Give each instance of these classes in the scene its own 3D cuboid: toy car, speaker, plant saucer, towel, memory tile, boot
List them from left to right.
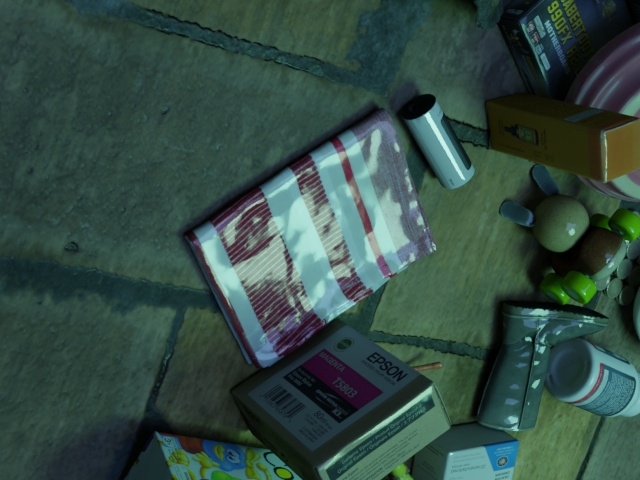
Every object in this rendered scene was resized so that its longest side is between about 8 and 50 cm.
[{"bbox_3d":[0.000,0.000,1.477,0.329,0.037,0.237,-34,121,-18],"label":"towel"},{"bbox_3d":[0.164,-0.138,1.522,0.055,0.055,0.136,-43,124,-13],"label":"speaker"},{"bbox_3d":[0.353,0.204,1.734,0.189,0.076,0.208,5,98,-3],"label":"boot"},{"bbox_3d":[0.368,-0.019,1.676,0.188,0.149,0.155,41,78,-7],"label":"toy car"},{"bbox_3d":[0.517,0.030,1.835,0.113,0.012,0.148,26,92,-36],"label":"memory tile"},{"bbox_3d":[0.515,-0.176,1.570,0.332,0.084,0.332,-7,132,-7],"label":"plant saucer"}]

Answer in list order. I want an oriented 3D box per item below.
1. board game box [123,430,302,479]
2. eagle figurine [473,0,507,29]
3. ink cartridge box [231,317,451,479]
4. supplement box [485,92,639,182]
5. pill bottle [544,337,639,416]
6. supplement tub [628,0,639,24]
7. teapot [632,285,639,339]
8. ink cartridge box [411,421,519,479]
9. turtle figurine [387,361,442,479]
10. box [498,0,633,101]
[{"bbox_3d":[-0.116,0.369,1.446,0.275,0.142,0.144,18,115,-36],"label":"board game box"},{"bbox_3d":[0.219,-0.418,1.380,0.298,0.226,0.225,26,72,-31],"label":"eagle figurine"},{"bbox_3d":[0.023,0.223,1.446,0.193,0.234,0.088,-34,123,-19],"label":"ink cartridge box"},{"bbox_3d":[0.334,-0.148,1.517,0.080,0.233,0.078,-22,117,-29],"label":"supplement box"},{"bbox_3d":[0.465,0.236,1.815,0.180,0.108,0.108,24,93,-36],"label":"pill bottle"},{"bbox_3d":[0.562,-0.358,1.615,0.191,0.191,0.272,-41,124,-14],"label":"supplement tub"},{"bbox_3d":[0.662,0.104,1.844,0.252,0.256,0.187,52,46,-15],"label":"teapot"},{"bbox_3d":[0.221,0.402,1.730,0.148,0.086,0.203,-3,107,-32],"label":"ink cartridge box"},{"bbox_3d":[0.096,0.310,1.616,0.269,0.087,0.217,-28,120,-22],"label":"turtle figurine"},{"bbox_3d":[0.376,-0.288,1.604,0.183,0.056,0.231,-41,124,-14],"label":"box"}]
